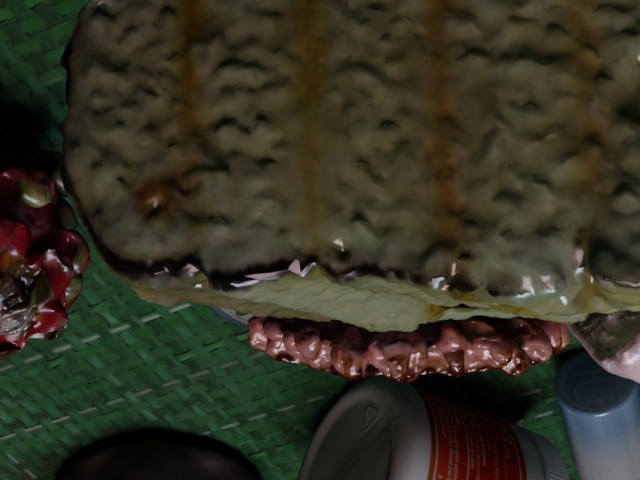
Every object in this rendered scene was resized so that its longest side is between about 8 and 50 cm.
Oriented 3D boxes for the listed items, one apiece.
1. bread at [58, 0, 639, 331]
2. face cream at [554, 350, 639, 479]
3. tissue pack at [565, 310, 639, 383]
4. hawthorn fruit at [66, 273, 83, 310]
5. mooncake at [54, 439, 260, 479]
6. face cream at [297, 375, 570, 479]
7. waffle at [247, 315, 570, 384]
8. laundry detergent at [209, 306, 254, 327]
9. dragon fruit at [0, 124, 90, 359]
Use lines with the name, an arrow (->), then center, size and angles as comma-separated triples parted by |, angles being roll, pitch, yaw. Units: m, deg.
bread -> 0.061, -0.053, 0.838 | 0.395, 0.239, 0.264 | -2, 167, 14
face cream -> 0.283, 0.207, 1.249 | 0.077, 0.077, 0.250 | -13, 135, 12
tissue pack -> 0.315, 0.055, 0.997 | 0.271, 0.201, 0.124 | 22, 107, -22
hawthorn fruit -> -0.231, 0.033, 1.060 | 0.077, 0.077, 0.077 | -1, 136, -1
mooncake -> -0.167, 0.309, 1.315 | 0.245, 0.133, 0.245 | 2, 143, 1
face cream -> 0.098, 0.244, 1.195 | 0.187, 0.201, 0.201 | 23, 131, -23
waffle -> 0.072, 0.070, 1.008 | 0.234, 0.055, 0.221 | -1, -176, -34
laundry detergent -> 0.000, 0.001, 1.040 | 0.206, 0.061, 0.097 | -28, 132, 25
dragon fruit -> -0.301, 0.013, 0.952 | 0.273, 0.198, 0.218 | -28, 138, 26
